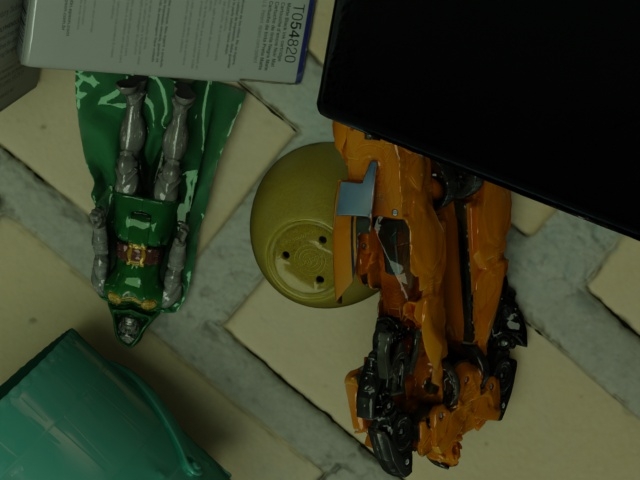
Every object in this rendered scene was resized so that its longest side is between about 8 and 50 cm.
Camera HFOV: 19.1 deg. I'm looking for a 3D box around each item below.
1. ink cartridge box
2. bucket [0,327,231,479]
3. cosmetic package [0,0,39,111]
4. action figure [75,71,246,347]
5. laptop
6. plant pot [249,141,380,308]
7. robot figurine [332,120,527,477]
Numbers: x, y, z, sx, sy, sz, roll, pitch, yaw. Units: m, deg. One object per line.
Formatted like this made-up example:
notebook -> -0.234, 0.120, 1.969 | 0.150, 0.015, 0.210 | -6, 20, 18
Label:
ink cartridge box -> -0.107, -0.232, 1.444 | 0.224, 0.045, 0.223 | 3, 112, -19
bucket -> -0.228, 0.214, 1.531 | 0.281, 0.281, 0.183 | -38, 96, 21
cosmetic package -> -0.304, -0.289, 1.433 | 0.197, 0.155, 0.365 | 13, 112, 10
action figure -> -0.142, -0.018, 1.541 | 0.137, 0.063, 0.232 | 10, 114, 6
laptop -> 0.240, -0.238, 1.257 | 0.382, 0.236, 0.408 | 22, 71, 15
plant pot -> 0.000, 0.000, 1.493 | 0.134, 0.095, 0.134 | 4, 109, 12
robot figurine -> 0.079, 0.032, 1.443 | 0.085, 0.211, 0.291 | 9, 109, 36
